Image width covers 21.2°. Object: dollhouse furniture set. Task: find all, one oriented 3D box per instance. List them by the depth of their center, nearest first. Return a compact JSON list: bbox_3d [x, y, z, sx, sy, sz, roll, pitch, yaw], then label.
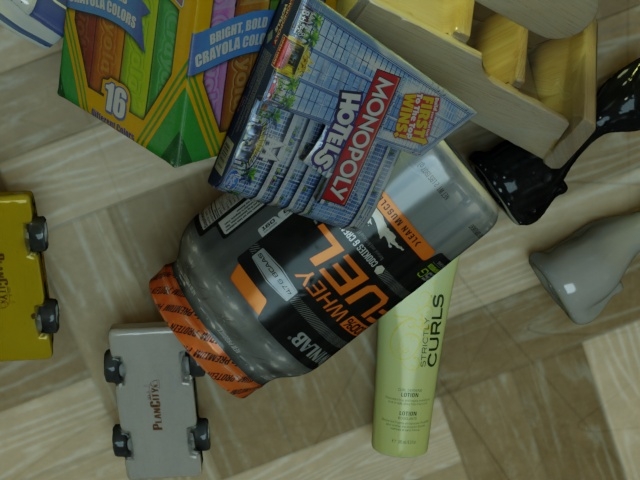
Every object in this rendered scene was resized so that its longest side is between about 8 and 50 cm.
[{"bbox_3d":[0.218,-0.291,1.521,0.256,0.362,0.394,26,132,-14],"label":"dollhouse furniture set"}]

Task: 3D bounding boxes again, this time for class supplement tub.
[{"bbox_3d":[0.000,0.000,1.666,0.316,0.193,0.193,-39,110,7],"label":"supplement tub"}]

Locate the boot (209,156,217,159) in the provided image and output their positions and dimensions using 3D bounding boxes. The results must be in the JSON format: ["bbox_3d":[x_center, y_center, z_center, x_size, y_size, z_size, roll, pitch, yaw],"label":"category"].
[{"bbox_3d":[-0.145,-0.117,1.679,0.158,0.059,0.085,5,113,-11],"label":"boot"}]

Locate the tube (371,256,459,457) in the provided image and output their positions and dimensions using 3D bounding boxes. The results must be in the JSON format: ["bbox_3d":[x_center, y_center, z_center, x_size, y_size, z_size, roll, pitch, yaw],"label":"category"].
[{"bbox_3d":[0.092,0.107,1.791,0.070,0.062,0.240,-10,111,-48],"label":"tube"}]

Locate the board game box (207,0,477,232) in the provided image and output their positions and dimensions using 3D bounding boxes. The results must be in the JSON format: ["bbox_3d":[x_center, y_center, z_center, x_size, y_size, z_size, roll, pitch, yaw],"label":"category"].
[{"bbox_3d":[0.028,-0.103,1.500,0.194,0.060,0.194,17,104,-22],"label":"board game box"}]

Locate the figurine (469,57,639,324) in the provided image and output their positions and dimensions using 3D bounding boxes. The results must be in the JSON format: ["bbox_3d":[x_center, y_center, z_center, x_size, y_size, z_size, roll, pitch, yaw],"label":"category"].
[{"bbox_3d":[0.294,-0.053,1.750,0.209,0.092,0.215,-33,111,0],"label":"figurine"}]

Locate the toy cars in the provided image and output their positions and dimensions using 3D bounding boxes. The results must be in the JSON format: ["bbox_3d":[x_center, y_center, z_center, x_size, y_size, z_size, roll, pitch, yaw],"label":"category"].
[{"bbox_3d":[-0.239,0.087,1.724,0.176,0.087,0.393,-40,114,19],"label":"toy cars"}]

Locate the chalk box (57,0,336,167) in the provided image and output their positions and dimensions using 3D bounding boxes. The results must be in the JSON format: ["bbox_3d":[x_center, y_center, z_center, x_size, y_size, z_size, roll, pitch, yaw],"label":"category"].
[{"bbox_3d":[-0.103,-0.242,1.521,0.179,0.180,0.289,-18,127,-41],"label":"chalk box"}]

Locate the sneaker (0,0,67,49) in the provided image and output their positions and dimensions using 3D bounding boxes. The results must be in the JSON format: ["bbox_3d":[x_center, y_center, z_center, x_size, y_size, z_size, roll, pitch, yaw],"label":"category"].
[{"bbox_3d":[-0.295,-0.335,1.542,0.182,0.127,0.315,-41,108,9],"label":"sneaker"}]
